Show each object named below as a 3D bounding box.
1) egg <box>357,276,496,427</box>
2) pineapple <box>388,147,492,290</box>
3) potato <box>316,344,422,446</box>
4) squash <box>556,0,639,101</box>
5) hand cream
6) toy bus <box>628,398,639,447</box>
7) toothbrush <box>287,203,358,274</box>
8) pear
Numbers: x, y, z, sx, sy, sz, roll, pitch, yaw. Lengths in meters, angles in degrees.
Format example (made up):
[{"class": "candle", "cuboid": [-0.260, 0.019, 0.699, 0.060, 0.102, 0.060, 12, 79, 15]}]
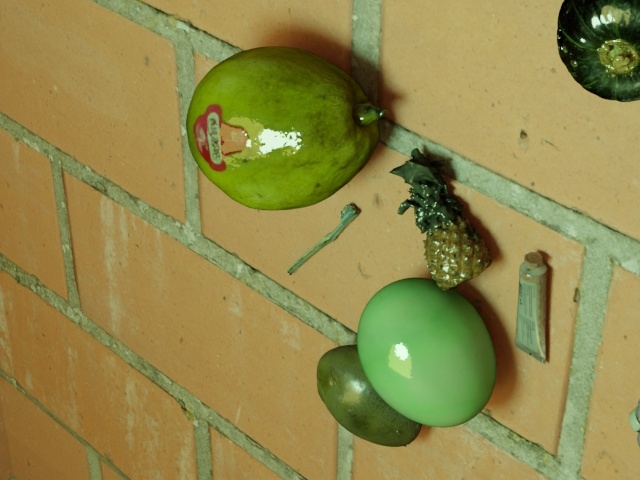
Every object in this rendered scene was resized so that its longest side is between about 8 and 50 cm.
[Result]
[{"class": "egg", "cuboid": [0.182, 0.192, 2.149, 0.220, 0.220, 0.270, -20, 103, 54]}, {"class": "pineapple", "cuboid": [0.196, -0.040, 2.085, 0.119, 0.111, 0.237, -29, 84, 24]}, {"class": "potato", "cuboid": [0.095, 0.293, 2.385, 0.235, 0.160, 0.178, 47, 169, -5]}, {"class": "squash", "cuboid": [0.400, -0.273, 1.639, 0.193, 0.156, 0.193, 11, 115, 23]}, {"class": "hand cream", "cuboid": [0.346, 0.111, 2.056, 0.067, 0.043, 0.210, 31, 140, 37]}, {"class": "toy bus", "cuboid": [0.565, 0.274, 1.818, 0.202, 0.142, 0.142, 48, 148, 15]}, {"class": "toothbrush", "cuboid": [0.002, 0.005, 2.405, 0.294, 0.026, 0.028, -48, 57, 52]}, {"class": "pear", "cuboid": [-0.049, -0.193, 2.141, 0.375, 0.287, 0.287, -5, 110, 34]}]
